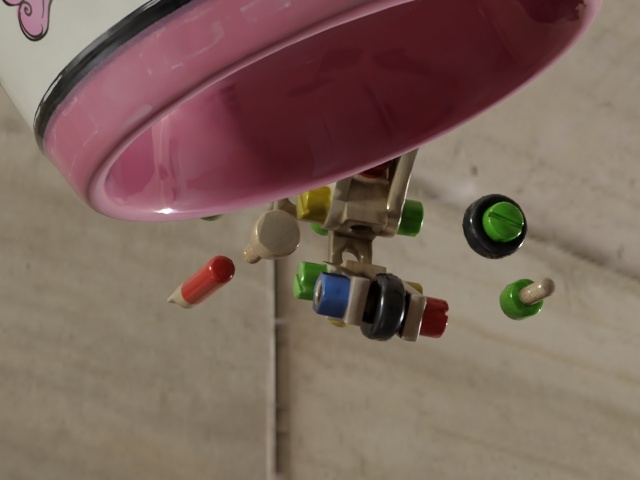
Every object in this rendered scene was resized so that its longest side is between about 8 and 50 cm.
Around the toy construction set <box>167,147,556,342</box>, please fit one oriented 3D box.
[{"bbox_3d":[0.000,0.000,1.385,0.308,0.258,0.237,-15,-8,-24],"label":"toy construction set"}]

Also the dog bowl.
[{"bbox_3d":[-0.009,-0.144,0.925,0.407,0.150,0.408,-20,-11,-4],"label":"dog bowl"}]
